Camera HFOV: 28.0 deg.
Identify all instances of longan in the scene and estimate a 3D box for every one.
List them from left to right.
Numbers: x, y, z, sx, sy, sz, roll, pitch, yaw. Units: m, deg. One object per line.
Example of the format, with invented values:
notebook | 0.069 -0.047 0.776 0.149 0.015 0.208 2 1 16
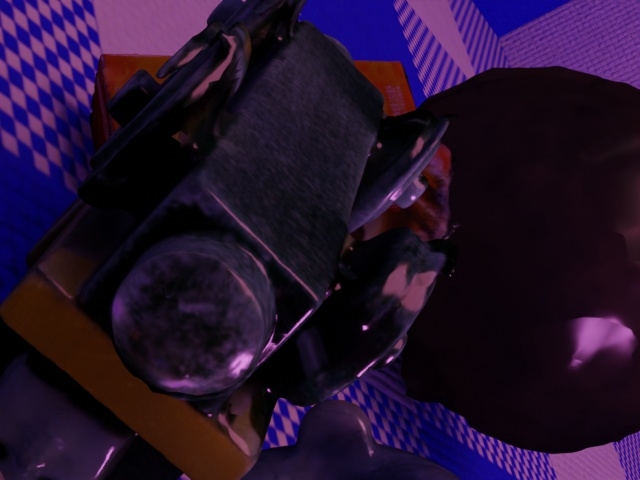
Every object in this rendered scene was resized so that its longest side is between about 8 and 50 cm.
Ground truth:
longan | 0.215 0.017 1.272 0.391 0.391 0.391 54 20 -30

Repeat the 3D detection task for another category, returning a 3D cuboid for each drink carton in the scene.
drink carton | -0.044 -0.074 0.906 0.071 0.223 0.096 114 -31 -50

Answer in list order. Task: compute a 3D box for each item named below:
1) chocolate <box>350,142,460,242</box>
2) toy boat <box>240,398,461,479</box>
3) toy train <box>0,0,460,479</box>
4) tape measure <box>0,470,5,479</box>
chocolate | 0.003 -0.004 1.018 0.147 0.221 0.221 87 -10 -59
toy boat | -0.012 0.164 0.638 0.330 0.215 0.123 -19 107 -70
toy train | -0.064 0.004 0.655 0.160 0.253 0.397 44 19 -10
tape measure | -0.194 0.120 0.345 0.265 0.130 0.258 54 23 -29
